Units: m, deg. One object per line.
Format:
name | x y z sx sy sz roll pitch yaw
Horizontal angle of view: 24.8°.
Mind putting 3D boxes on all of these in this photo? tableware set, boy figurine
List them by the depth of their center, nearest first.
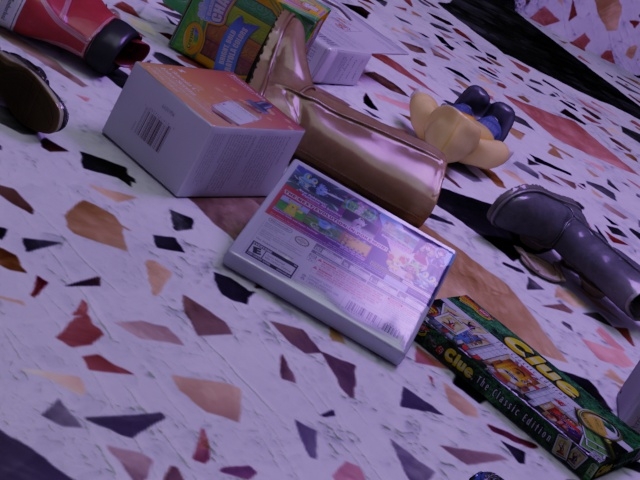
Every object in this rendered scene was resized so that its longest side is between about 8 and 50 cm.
tableware set | 0.325 0.030 1.938 0.169 0.020 0.141 23 21 -17
boy figurine | 0.203 -0.171 2.155 0.177 0.092 0.285 36 18 10

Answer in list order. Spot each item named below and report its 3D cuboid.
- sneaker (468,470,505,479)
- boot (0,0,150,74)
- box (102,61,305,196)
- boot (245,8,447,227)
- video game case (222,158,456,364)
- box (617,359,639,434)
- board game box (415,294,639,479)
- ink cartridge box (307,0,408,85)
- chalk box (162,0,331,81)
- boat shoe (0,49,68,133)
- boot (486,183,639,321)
sneaker | 0.212 0.251 1.158 0.221 0.087 0.083 35 20 16
boot | -0.283 -0.284 1.781 0.176 0.088 0.244 26 28 -10
box | -0.125 -0.120 1.585 0.130 0.091 0.170 39 23 26
boot | 0.032 -0.154 1.837 0.269 0.089 0.236 25 49 -8
video game case | 0.024 0.018 1.474 0.201 0.023 0.183 30 40 3
box | 0.383 0.166 1.570 0.087 0.101 0.102 29 20 1
board game box | 0.207 0.145 1.492 0.260 0.030 0.136 39 20 25
ink cartridge box | -0.041 -0.346 2.278 0.296 0.066 0.261 39 22 22
chalk box | -0.115 -0.303 1.980 0.213 0.132 0.132 28 20 0
boat shoe | -0.302 -0.160 1.495 0.152 0.056 0.049 41 28 29
boot | 0.334 0.020 1.875 0.190 0.076 0.208 2 42 -38
